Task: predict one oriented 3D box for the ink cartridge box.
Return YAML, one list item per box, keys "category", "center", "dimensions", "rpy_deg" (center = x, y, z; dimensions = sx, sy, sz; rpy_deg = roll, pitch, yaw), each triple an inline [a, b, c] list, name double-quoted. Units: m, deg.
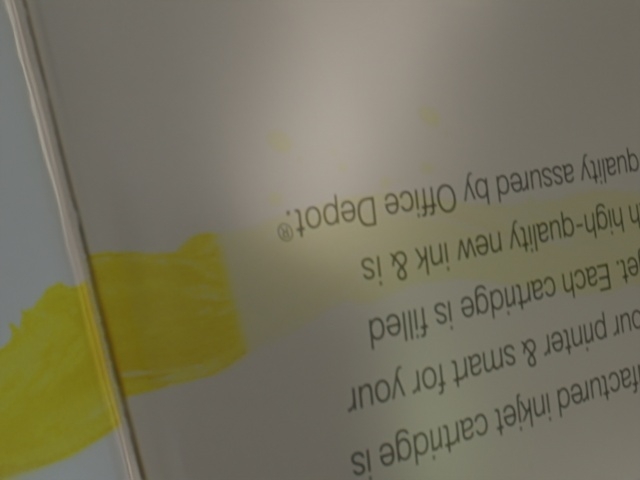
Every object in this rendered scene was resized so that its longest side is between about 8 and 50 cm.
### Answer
- category: "ink cartridge box"
  center: [0.000, 0.000, 0.488]
  dimensions: [0.279, 0.160, 0.384]
  rpy_deg: [-10, -97, -42]
